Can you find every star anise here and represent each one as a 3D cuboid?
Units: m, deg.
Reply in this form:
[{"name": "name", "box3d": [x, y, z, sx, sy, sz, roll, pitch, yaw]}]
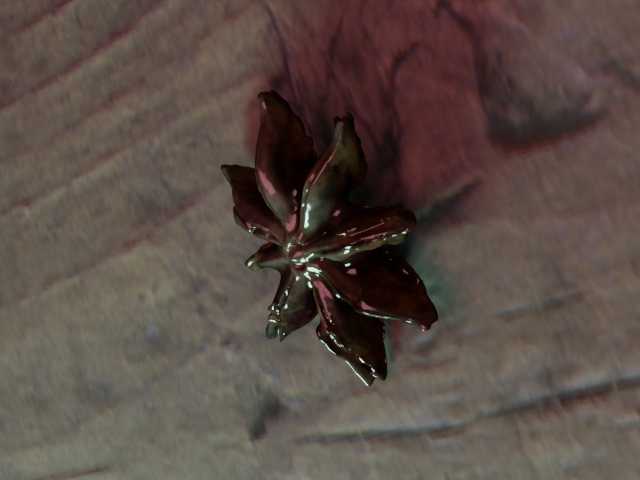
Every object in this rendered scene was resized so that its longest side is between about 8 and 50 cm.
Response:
[{"name": "star anise", "box3d": [-0.001, 0.000, 1.466, 0.288, 0.088, 0.288, 24, 124, 40]}]
